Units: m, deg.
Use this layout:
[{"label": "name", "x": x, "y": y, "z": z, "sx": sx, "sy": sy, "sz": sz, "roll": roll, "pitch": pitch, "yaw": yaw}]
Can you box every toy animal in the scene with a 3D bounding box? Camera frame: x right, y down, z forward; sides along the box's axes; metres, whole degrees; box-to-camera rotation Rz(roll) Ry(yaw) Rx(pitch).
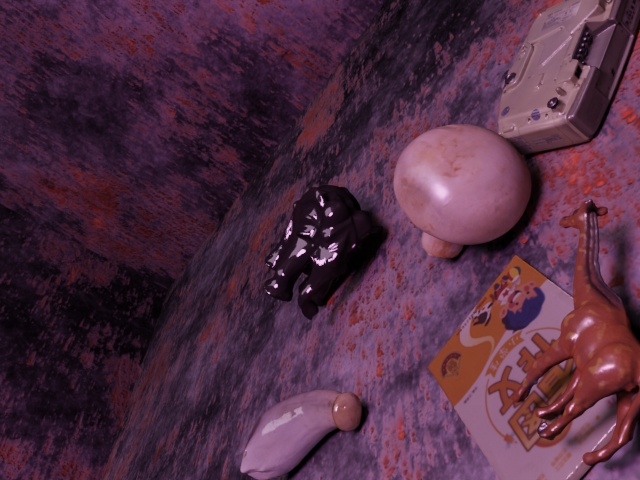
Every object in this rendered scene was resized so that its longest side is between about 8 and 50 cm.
[{"label": "toy animal", "x": 0.275, "y": 0.082, "z": 0.612, "sx": 0.230, "sy": 0.066, "sz": 0.224, "roll": -64, "pitch": 18, "yaw": 12}]

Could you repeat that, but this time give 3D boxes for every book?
[{"label": "book", "x": 0.246, "y": 0.156, "z": 0.708, "sx": 0.208, "sy": 0.020, "sz": 0.295, "roll": -55, "pitch": 20, "yaw": 10}]

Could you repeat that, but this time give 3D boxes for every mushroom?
[{"label": "mushroom", "x": 0.222, "y": -0.070, "z": 0.901, "sx": 0.206, "sy": 0.209, "sz": 0.206, "roll": -21, "pitch": 31, "yaw": 13}, {"label": "mushroom", "x": -0.031, "y": 0.321, "z": 1.031, "sx": 0.270, "sy": 0.103, "sz": 0.118, "roll": -42, "pitch": 25, "yaw": 28}]

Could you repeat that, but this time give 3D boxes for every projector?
[{"label": "projector", "x": 0.370, "y": -0.269, "z": 0.918, "sx": 0.193, "sy": 0.088, "sz": 0.270, "roll": -4, "pitch": 57, "yaw": 63}]

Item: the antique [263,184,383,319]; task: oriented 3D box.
[{"label": "antique", "x": 0.000, "y": 0.000, "z": 1.292, "sx": 0.255, "sy": 0.185, "sz": 0.322, "roll": -54, "pitch": 16, "yaw": 18}]
